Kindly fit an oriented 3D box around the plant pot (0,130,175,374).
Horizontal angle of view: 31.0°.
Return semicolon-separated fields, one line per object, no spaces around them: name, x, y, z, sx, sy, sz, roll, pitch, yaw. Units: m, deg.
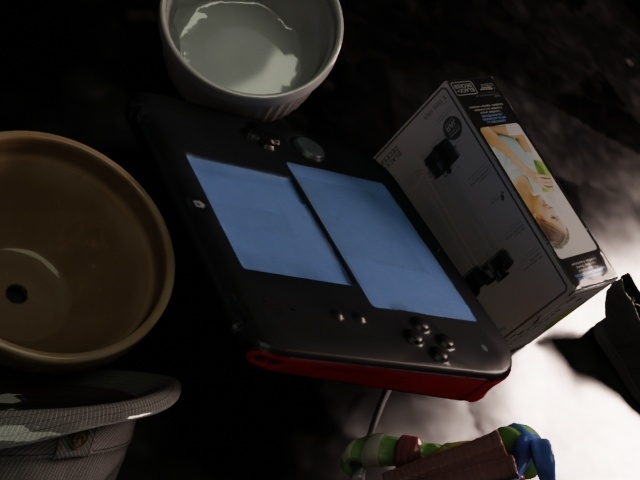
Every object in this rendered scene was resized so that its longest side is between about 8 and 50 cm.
plant pot;-0.260;0.026;1.046;0.237;0.110;0.237;17;51;-22

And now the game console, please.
game console;0.000;0.000;1.171;0.342;0.060;0.387;16;31;-40

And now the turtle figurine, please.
turtle figurine;0.088;0.282;1.081;0.266;0.274;0.198;-33;101;-25

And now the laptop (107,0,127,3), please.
laptop;-0.351;-0.383;1.092;0.381;0.408;0.236;4;64;-32

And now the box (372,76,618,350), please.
box;0.197;-0.027;1.357;0.087;0.169;0.290;-11;64;-41

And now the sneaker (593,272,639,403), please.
sneaker;0.402;0.130;1.433;0.051;0.089;0.170;-24;74;-42

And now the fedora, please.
fedora;-0.243;0.177;0.908;0.275;0.243;0.124;1;90;-62

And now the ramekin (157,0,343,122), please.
ramekin;-0.084;-0.229;1.314;0.207;0.109;0.207;4;69;-11
